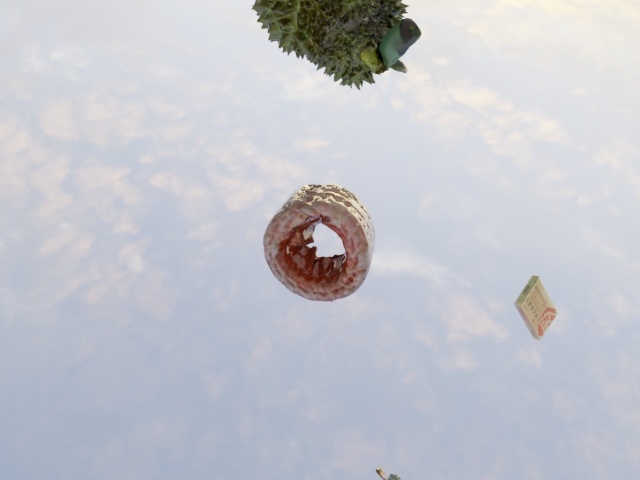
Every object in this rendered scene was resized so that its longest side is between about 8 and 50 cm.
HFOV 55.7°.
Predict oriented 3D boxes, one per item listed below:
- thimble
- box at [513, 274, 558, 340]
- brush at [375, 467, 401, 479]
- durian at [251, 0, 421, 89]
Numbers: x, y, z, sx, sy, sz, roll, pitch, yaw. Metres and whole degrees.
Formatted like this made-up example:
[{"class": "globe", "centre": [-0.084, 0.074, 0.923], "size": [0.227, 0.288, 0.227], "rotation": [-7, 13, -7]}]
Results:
[{"class": "thimble", "centre": [0.000, 0.000, 1.297], "size": [0.239, 0.239, 0.162], "rotation": [19, -156, 7]}, {"class": "box", "centre": [0.328, 0.103, 0.921], "size": [0.015, 0.093, 0.058], "rotation": [14, -121, 51]}, {"class": "brush", "centre": [0.103, 0.347, 0.878], "size": [0.018, 0.021, 0.083], "rotation": [15, -177, -20]}, {"class": "durian", "centre": [0.012, -0.252, 0.632], "size": [0.198, 0.146, 0.159], "rotation": [52, -149, -19]}]
